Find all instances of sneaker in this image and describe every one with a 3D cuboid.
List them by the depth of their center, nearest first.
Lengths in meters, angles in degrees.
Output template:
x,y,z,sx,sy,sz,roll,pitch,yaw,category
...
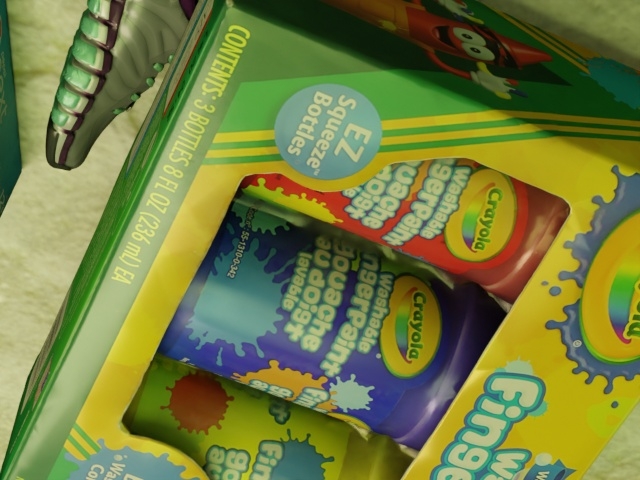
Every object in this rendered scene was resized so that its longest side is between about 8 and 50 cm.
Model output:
x,y,z,sx,sy,sz,roll,pitch,yaw,category
-0.125,-0.129,1.117,0.098,0.083,0.224,18,126,-11,sneaker

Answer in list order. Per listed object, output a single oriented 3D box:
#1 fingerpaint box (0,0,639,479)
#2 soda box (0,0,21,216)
x,y,z,sx,sy,sz,roll,pitch,yaw,category
0.024,0.051,1.115,0.371,0.163,0.445,22,122,-13,fingerpaint box
-0.263,-0.118,1.147,0.067,0.071,0.210,6,127,4,soda box
